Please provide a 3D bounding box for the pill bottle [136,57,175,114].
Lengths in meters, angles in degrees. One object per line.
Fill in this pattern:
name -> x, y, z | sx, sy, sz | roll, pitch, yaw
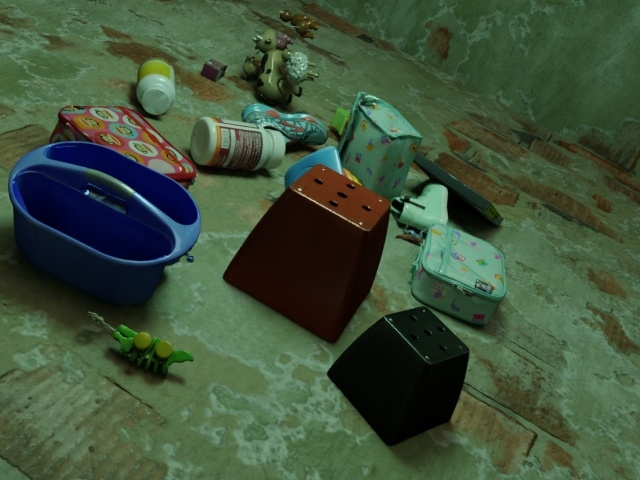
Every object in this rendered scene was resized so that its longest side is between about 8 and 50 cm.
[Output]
pill bottle -> -0.442, -0.411, 2.006 | 0.103, 0.103, 0.184 | 14, 31, -20

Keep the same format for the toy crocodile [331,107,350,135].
toy crocodile -> 0.146, -0.300, 2.275 | 0.105, 0.115, 0.340 | -8, 43, -44

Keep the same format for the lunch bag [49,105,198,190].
lunch bag -> -0.420, -0.183, 1.647 | 0.293, 0.120, 0.258 | 42, 29, 24

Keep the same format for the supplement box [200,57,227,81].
supplement box -> -0.336, -0.542, 2.367 | 0.054, 0.043, 0.083 | 27, 28, 1

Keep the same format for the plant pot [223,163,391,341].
plant pot -> 0.000, 0.000, 1.544 | 0.267, 0.236, 0.267 | 29, 29, 8

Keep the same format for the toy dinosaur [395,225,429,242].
toy dinosaur -> 0.252, -0.002, 1.972 | 0.090, 0.047, 0.082 | -40, 75, -23

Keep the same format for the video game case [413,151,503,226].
video game case -> 0.409, -0.150, 2.220 | 0.274, 0.035, 0.248 | 39, 6, 23

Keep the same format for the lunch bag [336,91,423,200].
lunch bag -> 0.138, -0.268, 2.103 | 0.160, 0.224, 0.262 | -4, 40, -34

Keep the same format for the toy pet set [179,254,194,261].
toy pet set -> -0.317, -0.018, 1.498 | 0.122, 0.065, 0.114 | 2, 36, -37

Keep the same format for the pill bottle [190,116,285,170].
pill bottle -> -0.207, -0.241, 1.893 | 0.221, 0.121, 0.121 | 3, 36, -36

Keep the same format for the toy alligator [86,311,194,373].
toy alligator -> -0.301, 0.175, 1.215 | 0.189, 0.056, 0.051 | 23, 69, -5

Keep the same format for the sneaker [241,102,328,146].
sneaker -> -0.101, -0.296, 2.124 | 0.261, 0.104, 0.125 | 9, 50, -20

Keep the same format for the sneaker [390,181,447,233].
sneaker -> 0.272, -0.114, 2.092 | 0.151, 0.094, 0.256 | 20, 28, -7

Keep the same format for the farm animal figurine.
farm animal figurine -> -0.155, -0.577, 2.397 | 0.172, 0.330, 0.327 | 12, 60, -28

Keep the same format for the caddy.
caddy -> -0.383, -0.045, 1.328 | 0.341, 0.179, 0.241 | 26, 42, 2

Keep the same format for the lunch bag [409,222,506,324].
lunch bag -> 0.333, 0.074, 1.816 | 0.224, 0.108, 0.279 | 26, 29, 0

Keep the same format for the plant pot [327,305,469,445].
plant pot -> 0.160, 0.230, 1.366 | 0.187, 0.167, 0.188 | -7, 44, -44

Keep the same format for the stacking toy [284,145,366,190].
stacking toy -> 0.063, -0.099, 1.876 | 0.301, 0.175, 0.166 | 19, 54, -49
